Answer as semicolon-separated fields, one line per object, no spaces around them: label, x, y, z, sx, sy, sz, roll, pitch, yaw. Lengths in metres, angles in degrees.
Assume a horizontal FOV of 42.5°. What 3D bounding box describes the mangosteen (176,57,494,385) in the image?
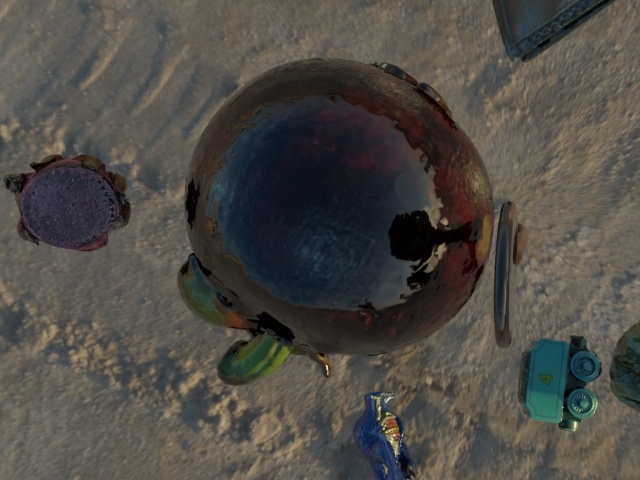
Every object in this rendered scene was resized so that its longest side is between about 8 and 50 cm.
mangosteen;0.000;0.000;0.801;0.306;0.306;0.360;31;88;10

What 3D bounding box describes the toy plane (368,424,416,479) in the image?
toy plane;0.138;0.436;1.566;0.054;0.062;0.167;-37;57;28

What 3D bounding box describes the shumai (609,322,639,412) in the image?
shumai;0.712;0.285;1.688;0.260;0.222;0.225;-20;105;32

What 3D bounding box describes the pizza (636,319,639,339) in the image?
pizza;0.406;0.132;0.868;0.175;0.134;0.046;36;119;26

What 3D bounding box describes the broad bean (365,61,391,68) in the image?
broad bean;0.101;-0.162;1.032;0.069;0.227;0.039;13;74;25

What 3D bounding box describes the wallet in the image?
wallet;0.401;-0.464;1.319;0.075;0.342;0.237;-6;77;-28

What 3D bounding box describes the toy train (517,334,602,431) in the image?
toy train;0.490;0.290;1.704;0.154;0.107;0.198;8;83;4

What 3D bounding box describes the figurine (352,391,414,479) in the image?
figurine;0.140;0.478;1.904;0.120;0.164;0.262;-17;54;17

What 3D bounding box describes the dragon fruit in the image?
dragon fruit;-0.273;-0.045;0.896;0.126;0.068;0.112;-8;120;-17

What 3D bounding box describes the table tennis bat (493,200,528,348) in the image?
table tennis bat;0.193;0.019;0.619;0.119;0.170;0.108;3;106;16
